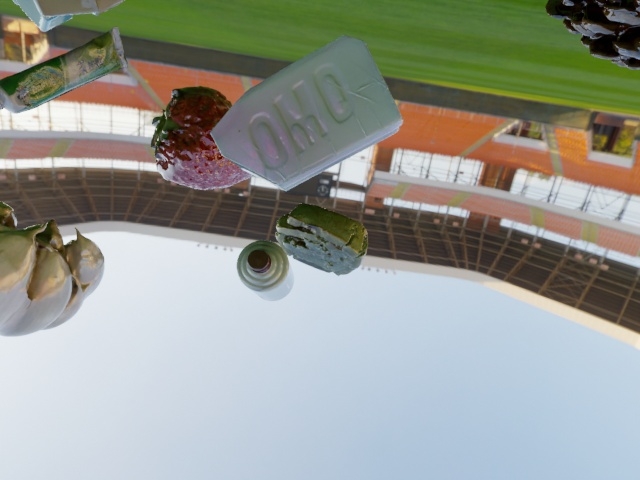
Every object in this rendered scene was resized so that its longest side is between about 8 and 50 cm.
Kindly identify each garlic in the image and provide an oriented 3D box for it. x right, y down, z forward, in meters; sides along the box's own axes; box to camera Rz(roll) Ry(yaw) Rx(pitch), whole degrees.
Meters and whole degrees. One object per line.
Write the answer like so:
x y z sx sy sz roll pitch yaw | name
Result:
-0.442 0.047 0.607 0.281 0.203 0.184 43 -158 -46 | garlic

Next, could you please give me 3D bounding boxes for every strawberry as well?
-0.276 -0.239 1.092 0.277 0.257 0.257 18 -167 -32 | strawberry

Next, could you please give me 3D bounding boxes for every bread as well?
0.000 0.000 0.721 0.156 0.117 0.064 19 -128 0 | bread

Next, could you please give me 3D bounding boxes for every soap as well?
-0.034 -0.241 0.882 0.347 0.208 0.115 -26 -177 9 | soap

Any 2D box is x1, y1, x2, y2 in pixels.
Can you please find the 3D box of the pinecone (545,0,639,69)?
0.377 -0.309 0.455 0.224 0.272 0.224 -6 -123 9 | pinecone

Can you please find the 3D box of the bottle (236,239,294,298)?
-0.111 0.063 0.890 0.104 0.104 0.245 10 167 2 | bottle

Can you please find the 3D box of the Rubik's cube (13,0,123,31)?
-0.394 -0.452 0.615 0.224 0.265 0.213 32 -122 11 | Rubik's cube

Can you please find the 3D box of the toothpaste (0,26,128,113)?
-0.424 -0.269 0.700 0.047 0.078 0.248 34 -124 17 | toothpaste
